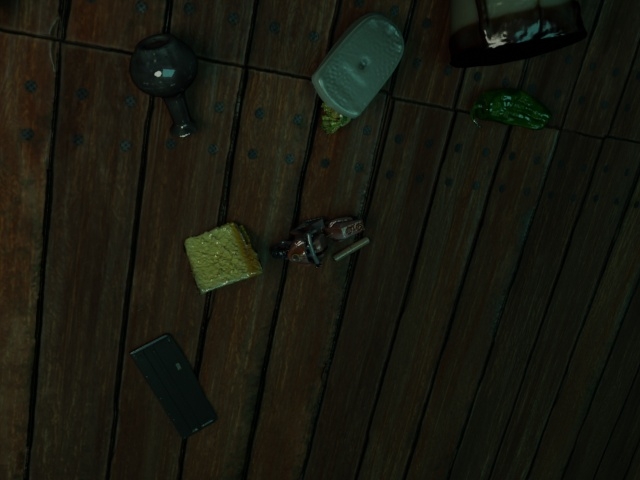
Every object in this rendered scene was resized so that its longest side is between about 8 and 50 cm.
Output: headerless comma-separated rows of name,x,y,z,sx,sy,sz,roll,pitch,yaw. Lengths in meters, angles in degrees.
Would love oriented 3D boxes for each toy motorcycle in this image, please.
toy motorcycle,0.000,0.000,1.323,0.212,0.118,0.084,-23,109,-15

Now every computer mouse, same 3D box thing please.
computer mouse,0.078,-0.352,1.226,0.128,0.079,0.231,42,79,-15

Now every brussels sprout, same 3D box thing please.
brussels sprout,0.033,-0.256,1.265,0.058,0.085,0.085,35,94,-34

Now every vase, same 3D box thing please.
vase,-0.267,-0.272,1.104,0.120,0.120,0.183,-25,132,-14

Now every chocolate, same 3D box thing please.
chocolate,0.387,-0.472,1.244,0.283,0.283,0.186,-10,96,-21

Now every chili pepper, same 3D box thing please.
chili pepper,0.447,-0.303,1.428,0.256,0.074,0.100,4,108,-26

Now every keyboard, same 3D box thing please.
keyboard,-0.339,0.288,1.342,0.103,0.041,0.381,-27,125,-13

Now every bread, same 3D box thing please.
bread,-0.193,0.044,1.242,0.147,0.152,0.127,-20,109,-14

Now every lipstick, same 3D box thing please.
lipstick,0.071,0.020,1.422,0.094,0.019,0.019,-30,120,-10
